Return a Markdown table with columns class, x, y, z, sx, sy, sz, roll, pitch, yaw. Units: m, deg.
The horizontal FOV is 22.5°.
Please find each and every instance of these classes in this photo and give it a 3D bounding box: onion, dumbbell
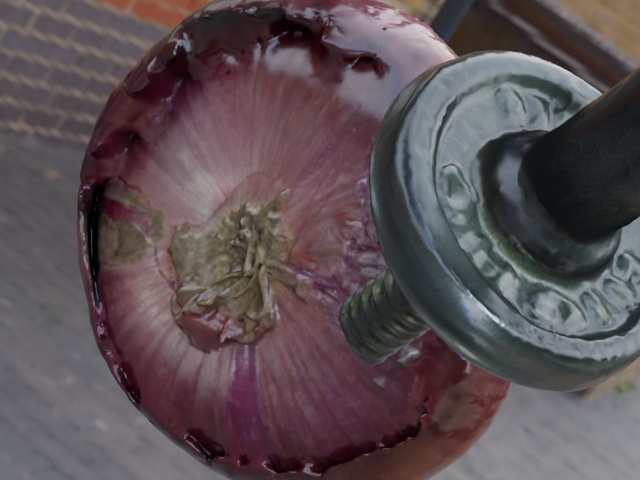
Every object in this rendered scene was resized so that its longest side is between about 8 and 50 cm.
| class | x | y | z | sx | sy | sz | roll | pitch | yaw |
| --- | --- | --- | --- | --- | --- | --- | --- | --- | --- |
| onion | -0.002 | 0.000 | 0.772 | 0.161 | 0.248 | 0.248 | -16 | 44 | -45 |
| dumbbell | 0.074 | -0.028 | 0.307 | 0.081 | 0.254 | 0.081 | 14 | 60 | -26 |
